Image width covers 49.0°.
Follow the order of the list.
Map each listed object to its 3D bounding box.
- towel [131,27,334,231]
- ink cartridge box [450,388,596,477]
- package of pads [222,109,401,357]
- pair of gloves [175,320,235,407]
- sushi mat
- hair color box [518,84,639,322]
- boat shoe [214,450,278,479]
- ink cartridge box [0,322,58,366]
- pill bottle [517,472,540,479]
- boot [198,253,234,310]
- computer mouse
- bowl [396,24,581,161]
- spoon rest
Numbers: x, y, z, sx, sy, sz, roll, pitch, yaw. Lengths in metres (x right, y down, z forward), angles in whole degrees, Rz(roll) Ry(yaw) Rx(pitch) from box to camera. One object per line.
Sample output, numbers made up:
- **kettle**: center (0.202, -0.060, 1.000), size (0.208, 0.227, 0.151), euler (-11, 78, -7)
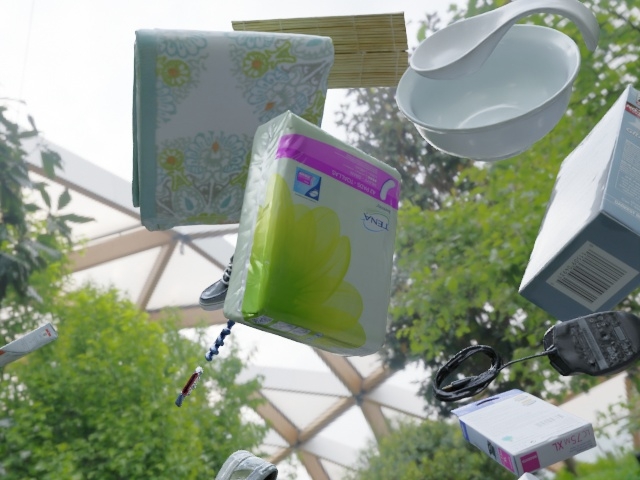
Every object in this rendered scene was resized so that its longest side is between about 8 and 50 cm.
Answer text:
- **towel**: center (-0.160, -0.182, 1.217), size (0.321, 0.090, 0.374), euler (-5, -49, -20)
- **ink cartridge box**: center (0.434, 0.413, 1.549), size (0.186, 0.065, 0.311), euler (-17, 8, -12)
- **package of pads**: center (0.000, 0.000, 0.989), size (0.229, 0.296, 0.101), euler (24, -25, -35)
- **pair of gloves**: center (-0.226, 0.242, 1.384), size (0.198, 0.023, 0.159), euler (-58, 2, -13)
- **sushi mat**: center (0.003, -0.343, 1.291), size (0.317, 0.019, 0.151), euler (-1, -48, 6)
- **hair color box**: center (0.426, -0.058, 1.041), size (0.374, 0.114, 0.185), euler (-55, -3, -45)
- **boat shoe**: center (-0.187, 0.580, 1.384), size (0.103, 0.320, 0.118), euler (8, -28, 41)
- **ink cartridge box**: center (-0.643, 0.238, 1.427), size (0.145, 0.045, 0.179), euler (-25, 8, 43)
- **pill bottle**: center (0.304, 0.475, 1.143), size (0.186, 0.112, 0.112), euler (-50, -30, 10)
- **boot**: center (-0.164, 0.062, 1.357), size (0.190, 0.069, 0.086), euler (-27, -50, 2)
- **computer mouse**: center (0.239, 0.133, 0.767), size (0.242, 0.071, 0.041), euler (-15, -34, 5)
- **bowl**: center (0.286, -0.226, 1.175), size (0.298, 0.298, 0.134), euler (-24, -51, 1)
- **spoon rest**: center (0.260, -0.303, 1.039), size (0.276, 0.137, 0.084), euler (-3, -47, 31)
